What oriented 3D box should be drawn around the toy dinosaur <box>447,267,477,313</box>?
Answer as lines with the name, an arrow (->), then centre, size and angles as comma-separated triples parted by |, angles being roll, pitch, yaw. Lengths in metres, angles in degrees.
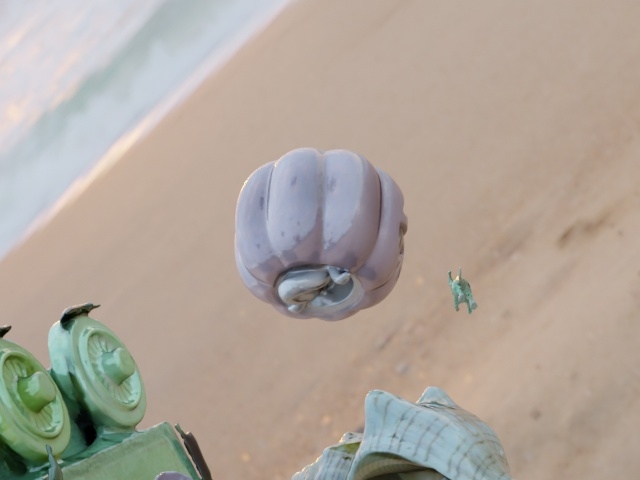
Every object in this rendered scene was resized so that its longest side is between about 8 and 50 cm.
toy dinosaur -> 0.148, 0.045, 1.851 | 0.021, 0.083, 0.062 | -13, 37, -8

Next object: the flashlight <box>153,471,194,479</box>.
flashlight -> -0.030, 0.115, 0.494 | 0.052, 0.110, 0.031 | -13, -28, -41

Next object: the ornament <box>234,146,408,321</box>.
ornament -> 0.000, 0.000, 1.708 | 0.177, 0.177, 0.177 | -44, 16, 16

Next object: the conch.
conch -> 0.106, 0.217, 1.611 | 0.386, 0.203, 0.169 | -19, 39, 39

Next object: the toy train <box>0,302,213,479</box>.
toy train -> -0.191, 0.160, 1.147 | 0.159, 0.188, 0.271 | -30, -4, 16
